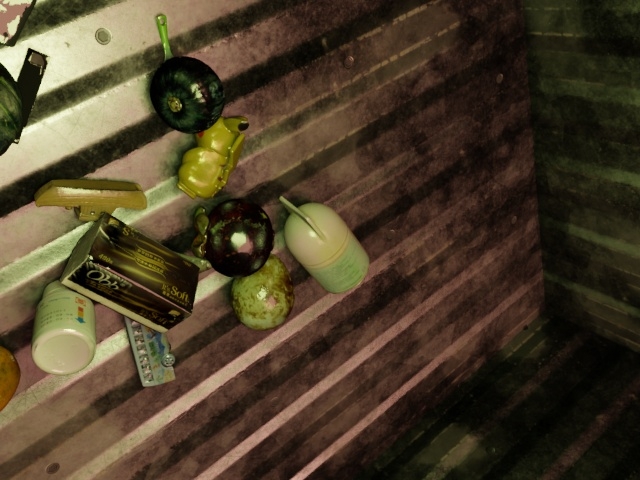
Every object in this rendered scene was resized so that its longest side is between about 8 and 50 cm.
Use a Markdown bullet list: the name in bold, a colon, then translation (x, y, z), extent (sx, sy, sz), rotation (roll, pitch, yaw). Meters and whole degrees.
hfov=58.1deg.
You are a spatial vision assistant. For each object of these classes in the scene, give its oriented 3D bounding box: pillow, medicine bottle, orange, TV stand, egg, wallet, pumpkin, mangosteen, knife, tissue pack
- **pillow**: translation (-0.476, 0.076, 1.929), extent (0.093, 0.241, 0.051), rotation (90, 12, -57)
- **medicine bottle**: translation (0.000, 0.000, 2.205), extent (0.236, 0.235, 0.406), rotation (-49, 130, -10)
- **orange**: translation (-0.996, 0.415, 1.666), extent (0.240, 0.171, 0.240), rotation (-14, 115, -33)
- **TV stand**: translation (-0.802, -0.389, 1.560), extent (0.049, 0.040, 0.257), rotation (17, 97, -47)
- **egg**: translation (-0.212, 0.188, 2.128), extent (0.238, 0.238, 0.290), rotation (11, 79, -39)
- **wallet**: translation (-0.796, -0.648, 1.469), extent (0.146, 0.030, 0.285), rotation (25, 94, -44)
- **pumpkin**: translation (-0.399, -0.437, 1.730), extent (0.163, 0.233, 0.233), rotation (-50, 136, -45)
- **mangosteen**: translation (-0.298, -0.009, 1.966), extent (0.288, 0.288, 0.288), rotation (-15, 117, -32)
- **knife**: translation (-0.468, -0.594, 1.742), extent (0.078, 0.022, 0.166), rotation (-28, 125, -33)
- **pumpkin**: translation (-0.869, -0.304, 1.367), extent (0.323, 0.323, 0.241), rotation (-44, 137, -14)
- **tissue pack**: translation (-0.570, 0.116, 1.770), extent (0.370, 0.210, 0.198), rotation (35, 123, -30)
- **medicine bottle**: translation (-0.747, 0.242, 1.687), extent (0.170, 0.293, 0.170), rotation (-10, 122, -16)

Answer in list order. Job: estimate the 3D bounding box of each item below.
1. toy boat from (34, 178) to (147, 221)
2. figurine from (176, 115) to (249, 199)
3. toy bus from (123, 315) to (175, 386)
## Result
- **toy boat**: translation (-0.686, -0.119, 1.737), extent (0.321, 0.089, 0.121), rotation (-2, 125, -36)
- **figurine**: translation (-0.345, -0.280, 1.858), extent (0.169, 0.218, 0.327), rotation (23, 90, -17)
- **toy bus**: translation (-0.590, 0.344, 1.994), extent (0.135, 0.109, 0.330), rotation (-15, 116, -21)
